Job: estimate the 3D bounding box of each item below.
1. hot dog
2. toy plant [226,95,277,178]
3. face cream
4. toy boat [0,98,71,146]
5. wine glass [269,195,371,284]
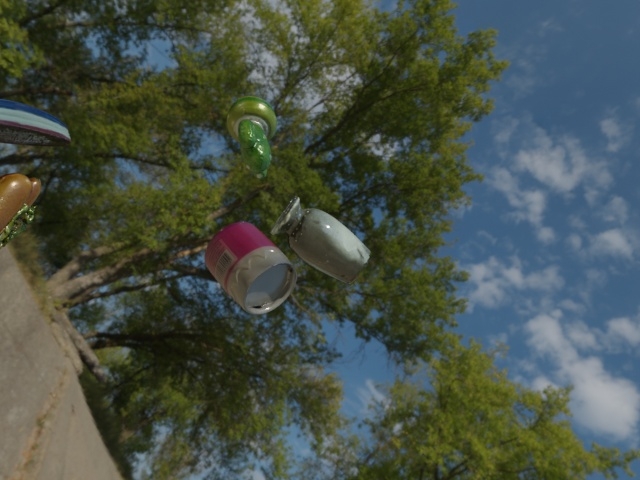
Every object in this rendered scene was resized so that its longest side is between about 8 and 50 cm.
[{"bbox_3d":[-0.711,-0.012,0.987,0.100,0.337,0.135,40,-26,-17],"label":"hot dog"},{"bbox_3d":[-0.241,-0.358,1.670,0.316,0.184,0.224,-99,178,-45],"label":"toy plant"},{"bbox_3d":[-0.181,0.072,1.228,0.195,0.175,0.175,43,-38,34],"label":"face cream"},{"bbox_3d":[-0.485,-0.180,0.744,0.080,0.229,0.046,-41,-100,16],"label":"toy boat"},{"bbox_3d":[0.000,0.000,0.980,0.204,0.111,0.111,34,-35,-9],"label":"wine glass"}]
